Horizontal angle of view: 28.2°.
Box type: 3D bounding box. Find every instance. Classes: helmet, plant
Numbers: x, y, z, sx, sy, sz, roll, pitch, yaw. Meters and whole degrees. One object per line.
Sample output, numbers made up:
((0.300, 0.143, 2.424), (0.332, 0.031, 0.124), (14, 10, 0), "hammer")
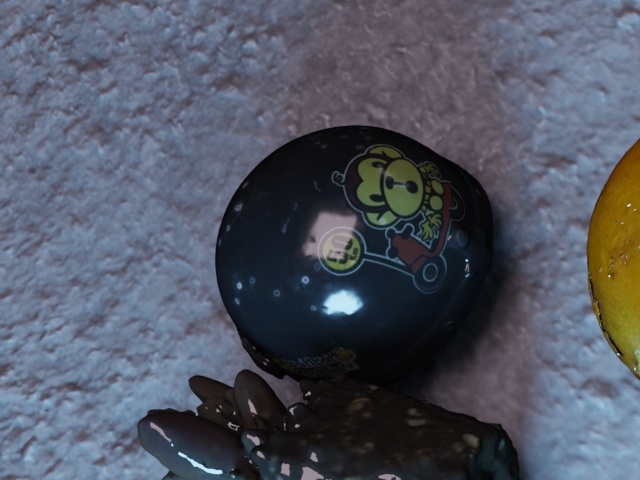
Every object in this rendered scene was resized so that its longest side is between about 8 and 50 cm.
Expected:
((0.000, 0.000, 1.084), (0.278, 0.160, 0.231), (-6, 59, 39), "helmet")
((-0.008, 0.196, 1.010), (0.320, 0.194, 0.182), (6, 109, 28), "plant")

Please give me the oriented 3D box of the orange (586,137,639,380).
((0.300, 0.010, 0.869), (0.240, 0.240, 0.240), (-12, 65, 28), "orange")
